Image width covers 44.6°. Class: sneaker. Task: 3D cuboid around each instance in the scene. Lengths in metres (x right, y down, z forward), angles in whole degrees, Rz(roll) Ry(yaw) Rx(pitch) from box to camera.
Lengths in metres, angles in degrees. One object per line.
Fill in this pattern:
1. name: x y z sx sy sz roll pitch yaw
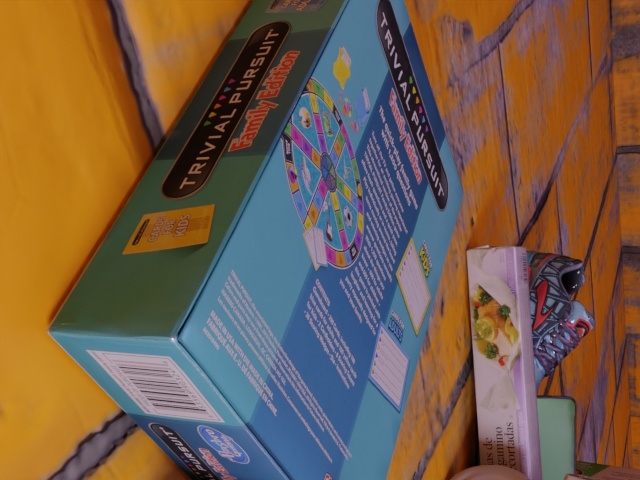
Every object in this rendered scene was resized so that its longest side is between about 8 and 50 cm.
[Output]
1. sneaker: 0.314 0.120 1.087 0.104 0.125 0.262 56 42 -47

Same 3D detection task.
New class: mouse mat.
1. mouse mat: 0.266 0.296 1.012 0.152 0.007 0.190 5 84 -18

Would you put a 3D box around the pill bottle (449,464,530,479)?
1. pill bottle: 0.199 0.357 0.882 0.108 0.107 0.180 -45 129 -54

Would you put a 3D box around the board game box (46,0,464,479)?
1. board game box: 0.000 0.000 0.518 0.254 0.079 0.336 63 37 -42

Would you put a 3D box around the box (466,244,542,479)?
1. box: 0.227 0.167 0.958 0.067 0.063 0.324 1 85 -61

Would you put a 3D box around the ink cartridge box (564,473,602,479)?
1. ink cartridge box: 0.278 0.474 0.867 0.307 0.072 0.304 -56 141 -35

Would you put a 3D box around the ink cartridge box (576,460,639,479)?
1. ink cartridge box: 0.456 0.494 1.280 0.289 0.211 0.122 -33 121 -58
